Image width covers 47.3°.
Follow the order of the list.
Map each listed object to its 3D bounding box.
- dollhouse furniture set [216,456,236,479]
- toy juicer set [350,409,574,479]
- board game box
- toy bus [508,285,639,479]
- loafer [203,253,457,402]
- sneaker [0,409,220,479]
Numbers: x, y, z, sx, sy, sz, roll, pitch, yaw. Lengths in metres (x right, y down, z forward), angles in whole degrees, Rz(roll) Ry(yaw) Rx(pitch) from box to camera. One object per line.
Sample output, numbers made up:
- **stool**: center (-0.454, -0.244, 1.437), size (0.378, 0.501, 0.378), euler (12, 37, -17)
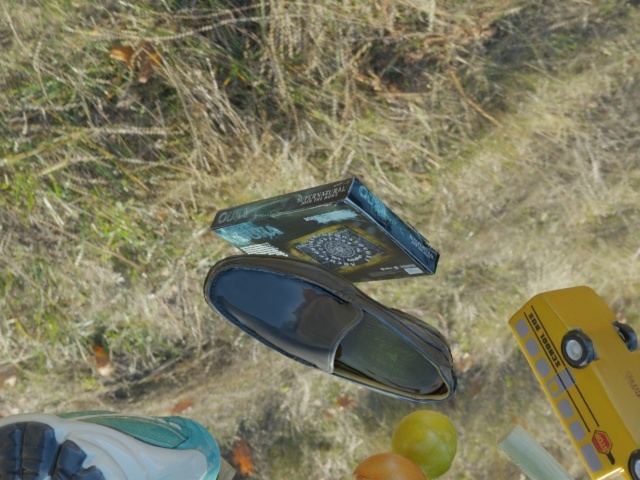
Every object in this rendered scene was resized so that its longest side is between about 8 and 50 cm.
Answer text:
- **dollhouse furniture set**: center (-0.135, 0.319, 0.704), size (0.182, 0.161, 0.101), euler (-47, 178, 5)
- **toy juicer set**: center (0.134, 0.237, 0.587), size (0.329, 0.209, 0.089), euler (10, 127, -49)
- **board game box**: center (0.000, 0.000, 0.682), size (0.126, 0.186, 0.026), euler (39, 58, -34)
- **toy bus**: center (0.407, 0.223, 1.043), size (0.108, 0.332, 0.130), euler (-6, 147, -29)
- **loafer**: center (0.008, 0.054, 0.451), size (0.170, 0.061, 0.062), euler (19, 96, -6)
- **sneaker**: center (-0.177, 0.149, 0.412), size (0.110, 0.275, 0.107), euler (-1, 79, -61)
